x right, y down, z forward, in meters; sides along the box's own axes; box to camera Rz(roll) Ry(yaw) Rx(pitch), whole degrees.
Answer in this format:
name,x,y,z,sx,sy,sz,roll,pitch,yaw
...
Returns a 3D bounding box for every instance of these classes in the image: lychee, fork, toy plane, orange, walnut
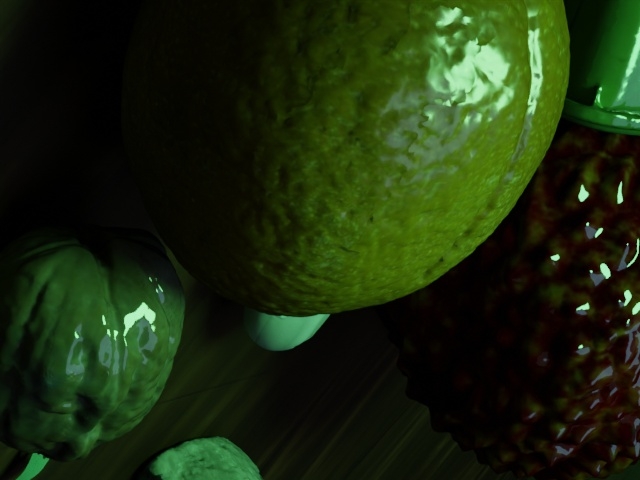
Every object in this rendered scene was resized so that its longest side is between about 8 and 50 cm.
name,x,y,z,sx,sy,sz,roll,pitch,yaw
lychee,0.277,0.017,1.354,0.424,0.425,0.500,24,80,-63
fork,-0.322,0.257,1.174,0.235,0.021,0.039,-46,150,-12
toy plane,0.003,0.003,1.271,0.252,0.118,0.252,-54,172,-11
orange,0.014,-0.108,0.930,0.322,0.322,0.357,-21,146,-46
walnut,-0.202,0.086,0.997,0.178,0.178,0.230,-28,149,-40

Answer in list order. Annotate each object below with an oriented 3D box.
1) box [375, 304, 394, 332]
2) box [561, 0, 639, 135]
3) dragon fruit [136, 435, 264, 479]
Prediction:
name,x,y,z,sx,sy,sz,roll,pitch,yaw
box,0.205,-0.021,1.635,0.350,0.058,0.211,-47,152,-9
box,0.262,-0.218,1.153,0.253,0.329,0.177,0,113,-28
dragon fruit,-0.118,0.386,1.452,0.204,0.221,0.283,-9,129,-46
